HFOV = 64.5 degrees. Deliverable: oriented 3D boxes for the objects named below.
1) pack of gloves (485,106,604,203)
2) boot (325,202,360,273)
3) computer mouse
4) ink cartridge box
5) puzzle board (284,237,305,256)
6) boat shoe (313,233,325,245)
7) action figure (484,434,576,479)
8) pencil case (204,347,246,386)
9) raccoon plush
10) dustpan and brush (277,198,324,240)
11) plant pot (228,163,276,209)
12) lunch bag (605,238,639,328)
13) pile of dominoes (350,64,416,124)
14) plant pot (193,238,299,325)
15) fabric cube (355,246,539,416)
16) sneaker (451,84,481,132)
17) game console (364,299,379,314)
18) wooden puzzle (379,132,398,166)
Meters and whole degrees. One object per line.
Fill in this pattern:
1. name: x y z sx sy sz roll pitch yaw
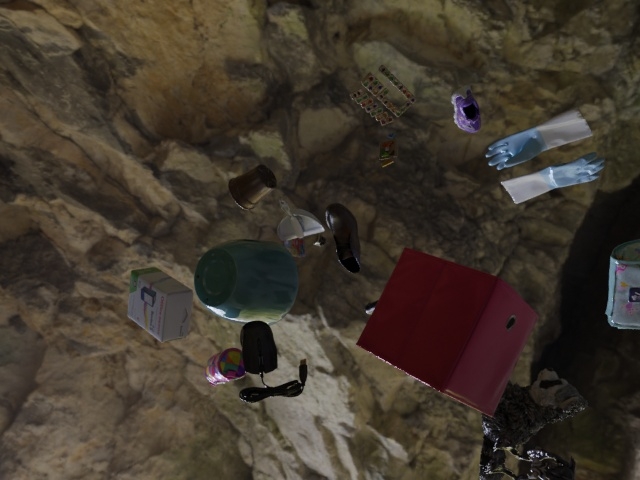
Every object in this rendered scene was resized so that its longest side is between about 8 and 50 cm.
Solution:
1. pack of gloves: 0.516 -0.176 1.173 0.195 0.232 0.046 47 -134 -24
2. boot: 0.074 -0.003 1.418 0.219 0.082 0.106 62 -167 -45
3. computer mouse: -0.129 0.311 1.387 0.262 0.184 0.060 -98 11 -46
4. ink cartridge box: -0.481 0.187 1.513 0.093 0.213 0.154 -6 -68 -49
5. puzzle board: -0.113 0.006 2.184 0.011 0.097 0.128 -15 -79 -66
6. boat shoe: 0.000 0.000 2.201 0.152 0.049 0.056 175 114 -88
7. action figure: 0.626 0.670 1.462 0.141 0.276 0.164 105 -169 -63
8. pencil case: -0.297 0.399 1.589 0.236 0.105 0.104 -42 21 61
9. raccoon plush: 0.720 0.648 1.712 0.216 0.299 0.445 -11 -76 -56
10. dustpan and brush: -0.083 -0.066 1.557 0.060 0.148 0.211 -91 -17 -46
11. plant pot: -0.295 -0.248 2.268 0.167 0.165 0.166 39 -147 -33
12. lunch bag: 0.916 0.114 1.403 0.160 0.263 0.223 -129 26 -64
13. pile of dominoes: 0.281 -0.633 2.252 0.196 0.251 0.040 -43 28 21
14. plant pot: -0.255 0.128 1.614 0.235 0.293 0.292 14 -89 -55
15. fabric cube: 0.291 0.205 1.155 0.254 0.259 0.258 36 -101 -41
16. sneaker: 0.379 -0.321 1.300 0.170 0.068 0.071 35 -150 -56
17. game console: 0.384 0.198 1.669 0.387 0.342 0.060 -37 45 52
18. wooden puzzle: 0.247 -0.331 1.846 0.014 0.079 0.116 17 -115 -55
